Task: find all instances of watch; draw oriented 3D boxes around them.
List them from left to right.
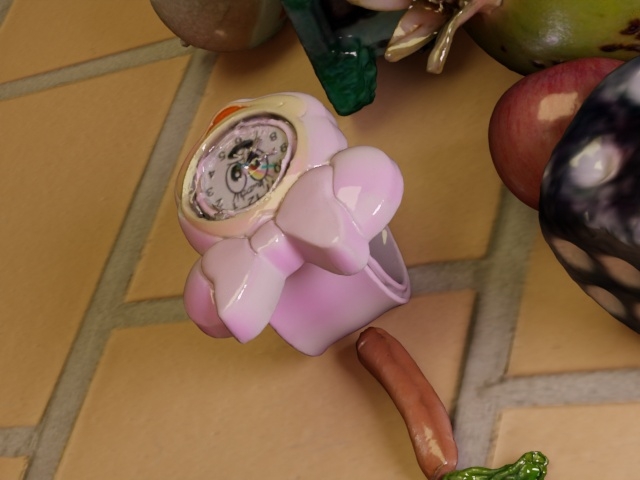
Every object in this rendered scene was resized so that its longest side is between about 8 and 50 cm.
[{"bbox_3d":[0.000,0.000,1.196,0.211,0.217,0.248,-33,45,13],"label":"watch"}]

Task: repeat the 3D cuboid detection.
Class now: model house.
[{"bbox_3d":[0.086,-0.306,1.370,0.249,0.280,0.230,-17,49,12],"label":"model house"}]

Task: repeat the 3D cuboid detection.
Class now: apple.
[{"bbox_3d":[0.216,-0.085,1.146,0.153,0.153,0.120,-14,77,31],"label":"apple"}]

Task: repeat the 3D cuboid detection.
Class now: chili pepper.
[{"bbox_3d":[0.134,0.189,1.062,0.091,0.030,0.034,-19,22,24],"label":"chili pepper"}]

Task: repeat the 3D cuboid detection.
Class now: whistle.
[{"bbox_3d":[-0.080,-0.342,1.554,0.348,0.189,0.189,-54,26,42],"label":"whistle"}]

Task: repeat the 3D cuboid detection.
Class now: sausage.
[{"bbox_3d":[0.073,0.134,1.153,0.047,0.040,0.176,-38,41,5],"label":"sausage"}]

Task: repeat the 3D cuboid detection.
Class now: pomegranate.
[{"bbox_3d":[0.196,-0.275,1.169,0.291,0.323,0.290,14,110,43],"label":"pomegranate"}]

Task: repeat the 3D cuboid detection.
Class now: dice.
[{"bbox_3d":[0.286,-0.026,1.006,0.182,0.181,0.183,21,71,50],"label":"dice"}]
